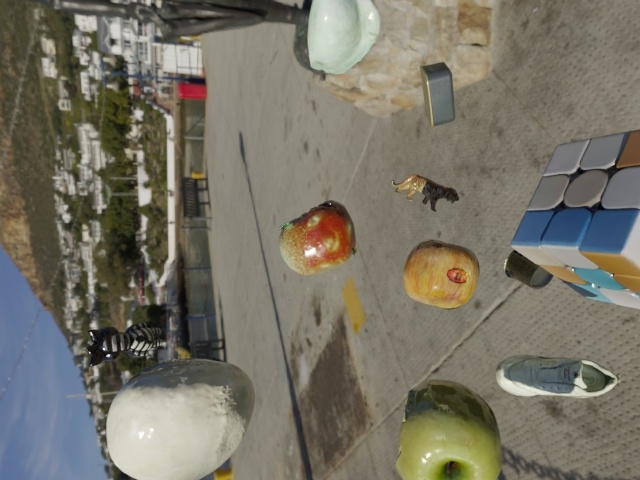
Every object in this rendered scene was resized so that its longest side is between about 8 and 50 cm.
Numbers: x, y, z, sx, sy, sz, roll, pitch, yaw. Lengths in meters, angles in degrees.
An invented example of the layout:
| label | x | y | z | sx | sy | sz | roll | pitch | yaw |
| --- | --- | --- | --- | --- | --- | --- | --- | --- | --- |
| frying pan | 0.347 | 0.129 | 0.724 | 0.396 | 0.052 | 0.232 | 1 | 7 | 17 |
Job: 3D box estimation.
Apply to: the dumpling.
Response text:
| label | x | y | z | sx | sy | sz | roll | pitch | yaw |
| --- | --- | --- | --- | --- | --- | --- | --- | --- | --- |
| dumpling | 0.043 | -0.479 | 0.974 | 0.105 | 0.149 | 0.217 | -126 | 30 | -48 |

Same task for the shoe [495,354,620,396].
| label | x | y | z | sx | sy | sz | roll | pitch | yaw |
| --- | --- | --- | --- | --- | --- | --- | --- | --- | --- |
| shoe | 0.739 | 0.419 | 1.385 | 0.211 | 0.341 | 0.132 | 87 | -172 | -67 |

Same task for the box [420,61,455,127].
| label | x | y | z | sx | sy | sz | roll | pitch | yaw |
| --- | --- | --- | --- | --- | --- | --- | --- | --- | --- |
| box | 0.422 | -0.525 | 1.591 | 0.145 | 0.090 | 0.201 | -88 | -16 | -54 |

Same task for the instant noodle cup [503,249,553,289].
| label | x | y | z | sx | sy | sz | roll | pitch | yaw |
| --- | --- | --- | --- | --- | --- | --- | --- | --- | --- |
| instant noodle cup | 0.778 | 0.101 | 1.635 | 0.122 | 0.151 | 0.152 | -135 | 47 | -55 |

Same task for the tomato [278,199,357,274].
| label | x | y | z | sx | sy | sz | roll | pitch | yaw |
| --- | --- | --- | --- | --- | --- | --- | --- | --- | --- |
| tomato | 0.000 | 0.000 | 1.656 | 0.239 | 0.303 | 0.303 | 61 | 157 | 2 |

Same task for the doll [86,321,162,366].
| label | x | y | z | sx | sy | sz | roll | pitch | yaw |
| --- | --- | --- | --- | --- | --- | --- | --- | --- | --- |
| doll | -0.495 | 0.256 | 1.116 | 0.067 | 0.219 | 0.091 | -13 | 80 | 26 |

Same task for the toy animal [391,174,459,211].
| label | x | y | z | sx | sy | sz | roll | pitch | yaw |
| --- | --- | --- | --- | --- | --- | --- | --- | --- | --- |
| toy animal | 0.365 | -0.174 | 1.551 | 0.057 | 0.241 | 0.099 | -78 | 13 | -67 |

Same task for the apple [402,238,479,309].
| label | x | y | z | sx | sy | sz | roll | pitch | yaw |
| --- | --- | --- | --- | --- | --- | --- | --- | --- | --- |
| apple | 0.339 | 0.095 | 1.250 | 0.211 | 0.210 | 0.188 | -166 | 89 | -70 |

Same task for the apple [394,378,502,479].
| label | x | y | z | sx | sy | sz | roll | pitch | yaw |
| --- | --- | --- | --- | --- | --- | --- | --- | --- | --- |
| apple | 0.300 | 0.468 | 1.059 | 0.279 | 0.278 | 0.280 | 179 | 90 | -71 |

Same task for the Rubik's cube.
| label | x | y | z | sx | sy | sz | roll | pitch | yaw |
| --- | --- | --- | --- | --- | --- | --- | --- | --- | --- |
| Rubik's cube | 0.787 | -0.045 | 1.147 | 0.347 | 0.346 | 0.344 | -61 | 18 | -8 |

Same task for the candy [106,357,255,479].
| label | x | y | z | sx | sy | sz | roll | pitch | yaw |
| --- | --- | --- | --- | --- | --- | --- | --- | --- | --- |
| candy | -0.246 | 0.336 | 0.818 | 0.296 | 0.295 | 0.185 | 111 | 144 | -46 |
